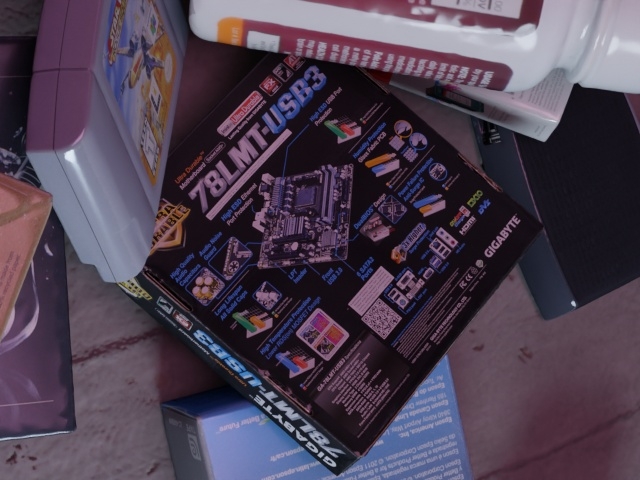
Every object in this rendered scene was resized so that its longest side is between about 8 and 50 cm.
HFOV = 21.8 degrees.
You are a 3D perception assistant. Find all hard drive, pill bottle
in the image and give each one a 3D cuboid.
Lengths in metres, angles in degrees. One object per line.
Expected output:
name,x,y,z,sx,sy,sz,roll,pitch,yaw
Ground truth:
hard drive,0.253,-0.065,1.652,0.172,0.054,0.255,-24,100,-24
pill bottle,0.098,-0.248,1.407,0.392,0.224,0.224,10,85,-3

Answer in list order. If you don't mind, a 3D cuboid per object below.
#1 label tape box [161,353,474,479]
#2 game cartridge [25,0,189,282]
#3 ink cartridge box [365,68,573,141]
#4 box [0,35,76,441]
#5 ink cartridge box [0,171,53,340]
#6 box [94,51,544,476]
label tape box,0.020,0.284,1.511,0.249,0.115,0.348,-15,99,-24
game cartridge,-0.166,-0.141,1.330,0.062,0.198,0.297,0,54,8
ink cartridge box,0.130,-0.199,1.556,0.231,0.078,0.134,21,80,1
box,-0.384,0.006,1.282,0.343,0.179,0.312,-4,91,-26
ink cartridge box,-0.279,0.064,1.125,0.088,0.193,0.235,23,80,-22
box,0.000,0.000,1.453,0.293,0.073,0.295,40,63,3
